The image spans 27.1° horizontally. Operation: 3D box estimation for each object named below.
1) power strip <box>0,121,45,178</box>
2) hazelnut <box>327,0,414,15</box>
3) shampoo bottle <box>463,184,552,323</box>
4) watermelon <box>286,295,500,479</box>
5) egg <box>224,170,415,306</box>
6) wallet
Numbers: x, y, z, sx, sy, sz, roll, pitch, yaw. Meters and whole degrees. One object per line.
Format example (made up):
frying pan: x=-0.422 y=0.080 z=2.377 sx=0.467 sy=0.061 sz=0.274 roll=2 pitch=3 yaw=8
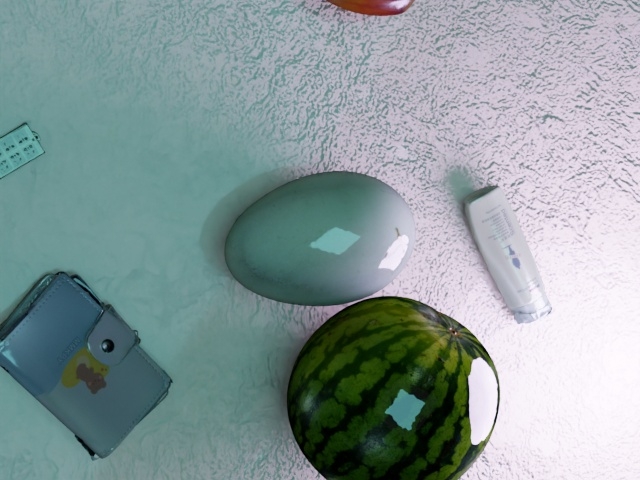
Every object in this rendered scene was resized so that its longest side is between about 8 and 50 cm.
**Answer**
power strip: x=-0.431 y=-0.104 z=1.759 sx=0.136 sy=0.019 sz=0.051 roll=-32 pitch=105 yaw=-11
hazelnut: x=0.064 y=-0.414 z=1.792 sx=0.181 sy=0.181 sz=0.212 roll=13 pitch=103 yaw=-38
shampoo bottle: x=0.278 y=0.022 z=1.963 sx=0.072 sy=0.049 sz=0.212 roll=-32 pitch=104 yaw=-15
watermelon: x=0.096 y=0.216 z=1.812 sx=0.285 sy=0.285 sz=0.285 roll=-2 pitch=96 yaw=-16
egg: x=0.000 y=0.000 z=1.810 sx=0.264 sy=0.183 sz=0.182 roll=-11 pitch=98 yaw=-10
wallet: x=-0.323 y=0.165 z=1.792 sx=0.231 sy=0.069 sz=0.170 roll=48 pitch=64 yaw=-18
